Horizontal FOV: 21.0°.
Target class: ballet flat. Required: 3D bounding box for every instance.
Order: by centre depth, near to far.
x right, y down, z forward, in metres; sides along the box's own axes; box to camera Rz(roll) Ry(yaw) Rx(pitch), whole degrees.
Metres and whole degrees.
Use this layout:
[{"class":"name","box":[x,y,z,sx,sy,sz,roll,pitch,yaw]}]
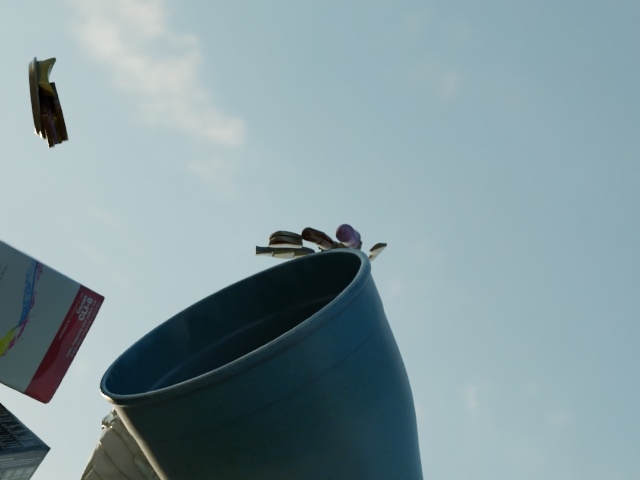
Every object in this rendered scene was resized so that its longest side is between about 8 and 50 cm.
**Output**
[{"class":"ballet flat","box":[-0.213,0.293,1.983,0.147,0.147,0.409,37,-32,16]}]

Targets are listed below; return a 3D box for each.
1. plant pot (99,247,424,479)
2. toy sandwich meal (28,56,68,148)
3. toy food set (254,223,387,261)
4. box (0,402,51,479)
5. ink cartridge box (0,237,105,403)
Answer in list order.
[{"class":"plant pot","box":[-0.026,0.183,1.597,0.272,0.272,0.255,-10,-70,52]},{"class":"toy sandwich meal","box":[-0.249,-0.129,1.583,0.085,0.029,0.085,174,-90,-85]},{"class":"toy food set","box":[0.000,0.000,1.711,0.122,0.019,0.078,4,-19,-14]},{"class":"box","box":[-0.361,0.234,1.625,0.077,0.180,0.147,38,-79,18]},{"class":"ink cartridge box","box":[-0.334,0.060,1.704,0.128,0.127,0.176,23,-7,41]}]
